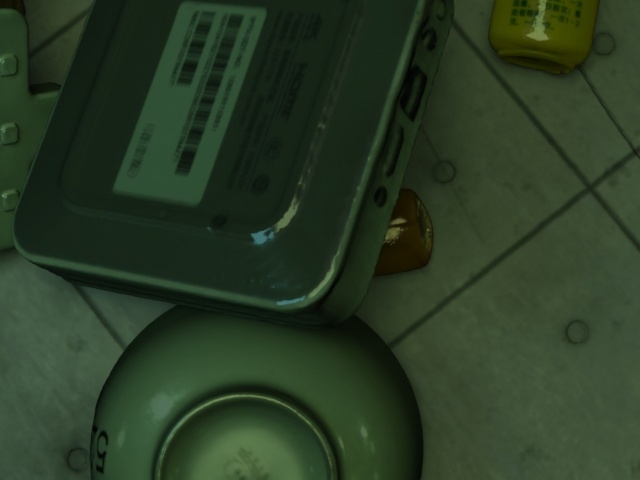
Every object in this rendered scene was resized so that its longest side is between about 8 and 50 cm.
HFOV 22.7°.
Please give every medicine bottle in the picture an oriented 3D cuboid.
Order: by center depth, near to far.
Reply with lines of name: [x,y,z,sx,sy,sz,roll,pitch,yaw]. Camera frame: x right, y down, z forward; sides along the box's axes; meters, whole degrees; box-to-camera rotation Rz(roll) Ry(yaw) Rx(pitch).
medicine bottle: [0.258,-0.336,1.711,0.111,0.076,0.309,12,84,-1]

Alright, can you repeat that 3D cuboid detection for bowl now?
bowl: [-0.068,0.223,1.575,0.354,0.185,0.353,0,92,1]

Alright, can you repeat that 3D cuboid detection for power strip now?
power strip: [-0.338,-0.117,1.668,0.059,0.194,0.265,24,119,43]

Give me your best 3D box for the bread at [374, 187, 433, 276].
bread: [0.000,0.000,1.683,0.239,0.074,0.092,-10,78,2]

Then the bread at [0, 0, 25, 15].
bread: [-0.481,-0.316,1.665,0.316,0.270,0.211,-10,66,-2]

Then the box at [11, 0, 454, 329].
box: [-0.090,-0.125,1.596,0.397,0.111,0.396,8,73,30]
